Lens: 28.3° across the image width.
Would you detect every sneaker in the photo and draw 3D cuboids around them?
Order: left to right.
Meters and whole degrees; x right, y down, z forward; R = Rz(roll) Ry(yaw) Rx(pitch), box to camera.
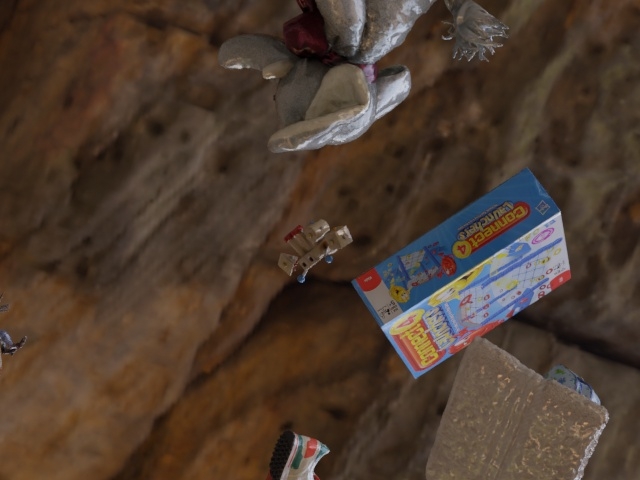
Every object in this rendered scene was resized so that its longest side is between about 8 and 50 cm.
[{"bbox_3d":[-0.039,0.331,1.678,0.161,0.075,0.057,-69,-155,9],"label":"sneaker"}]

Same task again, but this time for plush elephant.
[{"bbox_3d":[0.008,-0.225,1.414,0.255,0.330,0.272,-53,169,10],"label":"plush elephant"}]

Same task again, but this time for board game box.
[{"bbox_3d":[0.222,0.059,1.917,0.302,0.086,0.308,-33,156,1],"label":"board game box"}]

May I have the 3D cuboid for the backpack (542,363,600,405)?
[{"bbox_3d":[0.474,0.305,2.458,0.105,0.084,0.114,-45,-136,-9],"label":"backpack"}]

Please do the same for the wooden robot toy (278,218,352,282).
[{"bbox_3d":[0.000,0.000,1.988,0.079,0.076,0.173,-33,178,-37],"label":"wooden robot toy"}]

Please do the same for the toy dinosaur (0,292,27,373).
[{"bbox_3d":[-0.348,0.089,1.327,0.047,0.082,0.090,-23,-143,61],"label":"toy dinosaur"}]

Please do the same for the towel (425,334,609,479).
[{"bbox_3d":[0.235,0.256,1.561,0.049,0.187,0.282,-44,156,-43],"label":"towel"}]
